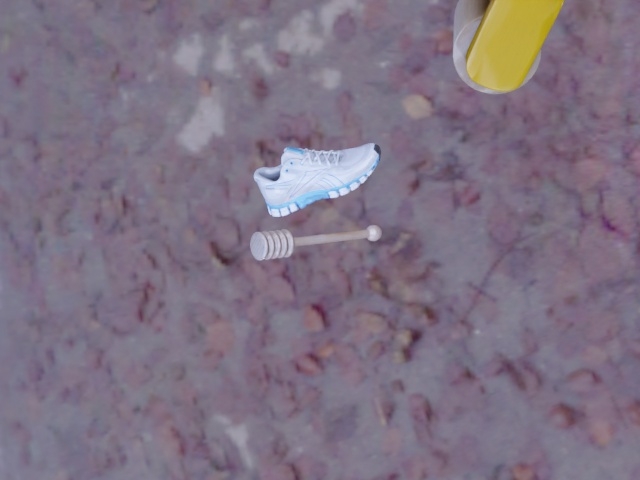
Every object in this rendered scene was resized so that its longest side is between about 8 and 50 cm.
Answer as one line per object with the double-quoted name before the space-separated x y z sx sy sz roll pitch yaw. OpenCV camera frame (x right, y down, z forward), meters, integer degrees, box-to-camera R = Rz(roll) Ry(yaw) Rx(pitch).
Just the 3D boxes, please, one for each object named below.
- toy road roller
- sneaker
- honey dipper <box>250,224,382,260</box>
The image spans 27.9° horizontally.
"toy road roller" 0.207 -0.379 1.664 0.241 0.202 0.329 18 122 -4
"sneaker" -0.009 -0.098 1.757 0.191 0.071 0.083 -22 118 23
"honey dipper" 0.000 0.000 1.357 0.030 0.161 0.030 9 101 53
